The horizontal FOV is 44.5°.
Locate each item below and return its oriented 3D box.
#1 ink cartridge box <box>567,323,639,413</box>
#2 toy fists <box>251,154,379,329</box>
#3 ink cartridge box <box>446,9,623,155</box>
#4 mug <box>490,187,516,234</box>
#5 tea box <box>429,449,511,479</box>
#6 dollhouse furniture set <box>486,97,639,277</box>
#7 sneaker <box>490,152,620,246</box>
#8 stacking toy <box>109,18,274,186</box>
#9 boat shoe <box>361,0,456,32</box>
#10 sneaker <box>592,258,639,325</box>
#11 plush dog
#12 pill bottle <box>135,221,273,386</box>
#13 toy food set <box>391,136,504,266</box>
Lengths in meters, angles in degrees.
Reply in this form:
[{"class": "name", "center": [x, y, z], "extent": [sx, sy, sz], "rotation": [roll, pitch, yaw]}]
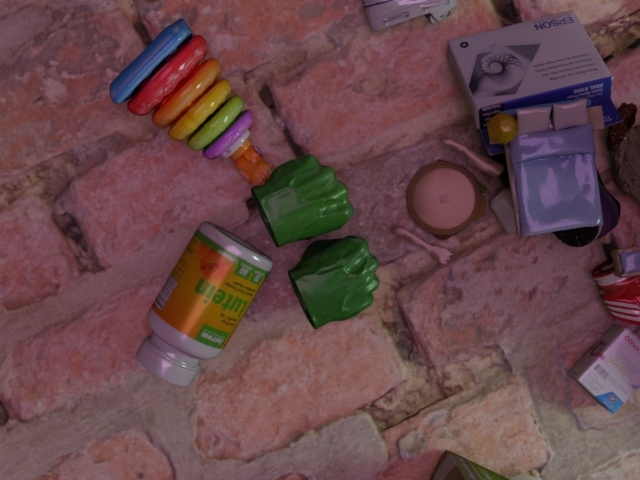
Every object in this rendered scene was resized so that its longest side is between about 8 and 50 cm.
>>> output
[{"class": "ink cartridge box", "center": [0.499, 0.216, 1.330], "extent": [0.088, 0.052, 0.122], "rotation": [44, 91, -3]}, {"class": "toy fists", "center": [0.000, 0.000, 1.274], "extent": [0.142, 0.096, 0.279], "rotation": [-25, 100, -9]}, {"class": "ink cartridge box", "center": [0.339, -0.258, 1.251], "extent": [0.223, 0.045, 0.224], "rotation": [-15, 58, -1]}, {"class": "mug", "center": [0.322, -0.055, 1.318], "extent": [0.064, 0.078, 0.062], "rotation": [51, 125, 6]}, {"class": "tea box", "center": [0.286, 0.575, 1.256], "extent": [0.323, 0.220, 0.329], "rotation": [27, 91, -3]}, {"class": "dollhouse furniture set", "center": [0.404, -0.068, 1.104], "extent": [0.303, 0.198, 0.286], "rotation": [-6, 89, 1]}, {"class": "sneaker", "center": [0.386, -0.123, 1.303], "extent": [0.124, 0.107, 0.283], "rotation": [-21, 74, -40]}, {"class": "stacking toy", "center": [-0.174, -0.191, 1.258], "extent": [0.166, 0.175, 0.302], "rotation": [-44, 104, 3]}, {"class": "boat shoe", "center": [0.184, -0.395, 1.290], "extent": [0.226, 0.083, 0.076], "rotation": [-9, 105, 10]}, {"class": "sneaker", "center": [0.582, 0.069, 1.321], "extent": [0.221, 0.087, 0.128], "rotation": [-20, 102, 12]}, {"class": "plush dog", "center": [0.589, -0.141, 1.265], "extent": [0.225, 0.210, 0.262], "rotation": [-27, 91, 26]}, {"class": "pill bottle", "center": [-0.193, 0.105, 1.264], "extent": [0.136, 0.136, 0.246], "rotation": [31, 91, -3]}, {"class": "toy food set", "center": [0.211, -0.068, 1.322], "extent": [0.132, 0.038, 0.192], "rotation": [31, 97, 5]}]
